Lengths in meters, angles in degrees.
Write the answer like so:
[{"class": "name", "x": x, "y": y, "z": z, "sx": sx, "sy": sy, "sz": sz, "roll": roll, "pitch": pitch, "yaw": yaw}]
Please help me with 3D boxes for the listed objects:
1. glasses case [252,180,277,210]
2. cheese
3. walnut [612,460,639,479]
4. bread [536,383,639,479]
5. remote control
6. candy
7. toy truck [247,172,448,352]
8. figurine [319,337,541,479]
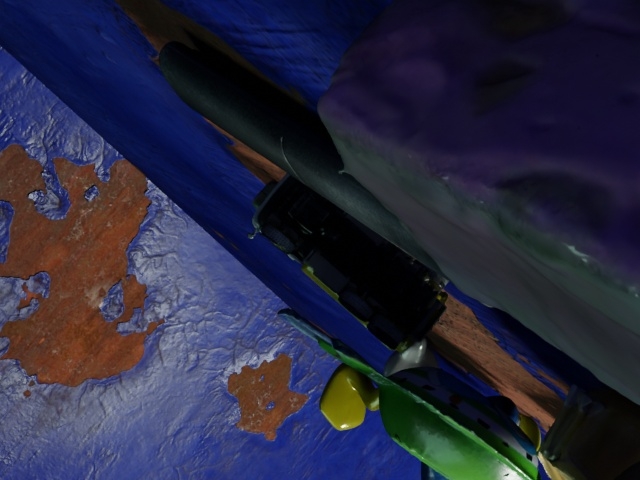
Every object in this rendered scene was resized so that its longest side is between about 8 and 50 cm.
[{"class": "glasses case", "x": 0.000, "y": 0.000, "z": 1.418, "sx": 0.184, "sy": 0.039, "sz": 0.078, "roll": 37, "pitch": 172, "yaw": 23}, {"class": "cheese", "x": 0.094, "y": 0.159, "z": 1.116, "sx": 0.320, "sy": 0.083, "sz": 0.204, "roll": 37, "pitch": 172, "yaw": -4}, {"class": "walnut", "x": 0.280, "y": 0.270, "z": 0.754, "sx": 0.296, "sy": 0.285, "sz": 0.285, "roll": 35, "pitch": 174, "yaw": -16}, {"class": "bread", "x": 0.286, "y": 0.222, "z": 1.055, "sx": 0.136, "sy": 0.107, "sz": 0.241, "roll": 38, "pitch": 172, "yaw": 32}, {"class": "remote control", "x": 0.004, "y": -0.065, "z": 1.009, "sx": 0.377, "sy": 0.044, "sz": 0.107, "roll": 35, "pitch": 166, "yaw": 30}, {"class": "candy", "x": 0.131, "y": -0.011, "z": 0.456, "sx": 0.265, "sy": 0.116, "sz": 0.155, "roll": 34, "pitch": 173, "yaw": 48}, {"class": "toy truck", "x": 0.032, "y": 0.022, "z": 1.168, "sx": 0.227, "sy": 0.098, "sz": 0.114, "roll": 41, "pitch": 172, "yaw": -9}, {"class": "figurine", "x": 0.179, "y": 0.274, "z": 1.609, "sx": 0.284, "sy": 0.204, "sz": 0.338, "roll": 66, "pitch": 158, "yaw": 0}]
